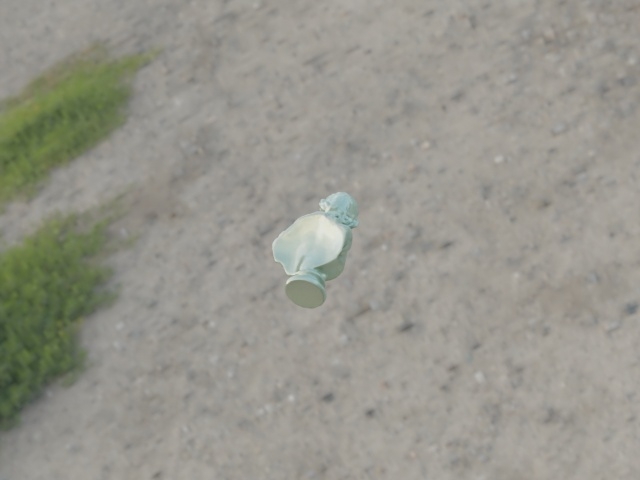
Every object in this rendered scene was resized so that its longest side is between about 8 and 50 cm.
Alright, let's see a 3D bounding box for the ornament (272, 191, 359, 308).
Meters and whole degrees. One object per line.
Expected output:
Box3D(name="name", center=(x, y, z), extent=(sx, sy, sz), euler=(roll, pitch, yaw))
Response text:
Box3D(name="ornament", center=(0.000, 0.002, 0.987), extent=(0.092, 0.041, 0.068), euler=(-51, 30, -18))
